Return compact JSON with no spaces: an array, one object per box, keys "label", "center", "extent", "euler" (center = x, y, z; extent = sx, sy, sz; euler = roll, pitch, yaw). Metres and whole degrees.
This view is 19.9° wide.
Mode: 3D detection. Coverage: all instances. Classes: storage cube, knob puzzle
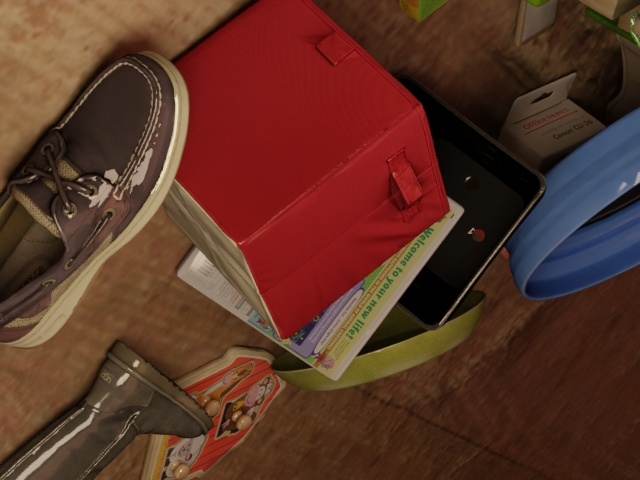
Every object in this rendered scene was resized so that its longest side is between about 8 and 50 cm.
[{"label":"storage cube","center":[-0.029,-0.067,1.567],"extent":[0.193,0.215,0.183],"euler":[-38,151,-9]},{"label":"knob puzzle","center":[-0.104,0.191,1.964],"extent":[0.213,0.030,0.213],"euler":[-35,149,-26]}]

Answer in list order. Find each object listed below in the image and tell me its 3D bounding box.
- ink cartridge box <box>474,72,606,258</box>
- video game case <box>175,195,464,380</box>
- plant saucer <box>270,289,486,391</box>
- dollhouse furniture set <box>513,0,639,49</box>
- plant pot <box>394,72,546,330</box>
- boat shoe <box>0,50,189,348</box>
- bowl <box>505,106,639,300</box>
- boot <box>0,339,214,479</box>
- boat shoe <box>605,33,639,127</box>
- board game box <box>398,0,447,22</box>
[{"label":"ink cartridge box","center":[0.254,-0.086,2.100],"extent":[0.115,0.067,0.198],"euler":[-26,145,-36]},{"label":"video game case","center":[0.000,0.000,1.748],"extent":[0.212,0.193,0.023],"euler":[-54,-165,7]},{"label":"plant saucer","center":[0.065,0.110,1.933],"extent":[0.241,0.037,0.241],"euler":[-18,-174,2]},{"label":"dollhouse furniture set","center":[0.365,-0.201,1.868],"extent":[0.198,0.301,0.151],"euler":[-32,145,-34]},{"label":"plant pot","center":[0.116,-0.032,1.862],"extent":[0.188,0.187,0.167],"euler":[-53,165,6]},{"label":"boat shoe","center":[-0.207,-0.028,1.471],"extent":[0.285,0.103,0.092],"euler":[-53,157,19]},{"label":"bowl","center":[0.374,-0.069,2.018],"extent":[0.391,0.077,0.391],"euler":[-27,164,-9]},{"label":"boot","center":[-0.218,0.212,1.776],"extent":[0.208,0.076,0.189],"euler":[-54,139,-7]},{"label":"boat shoe","center":[0.404,-0.188,2.150],"extent":[0.095,0.112,0.335],"euler":[-34,145,-19]},{"label":"board game box","center":[0.120,-0.324,1.650],"extent":[0.124,0.039,0.259],"euler":[-39,153,-22]}]
